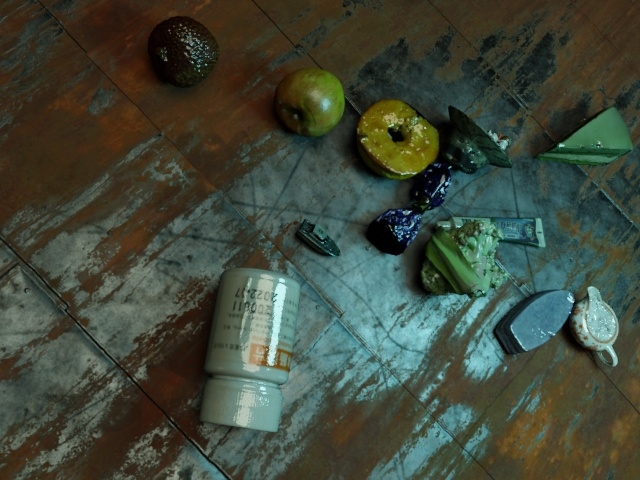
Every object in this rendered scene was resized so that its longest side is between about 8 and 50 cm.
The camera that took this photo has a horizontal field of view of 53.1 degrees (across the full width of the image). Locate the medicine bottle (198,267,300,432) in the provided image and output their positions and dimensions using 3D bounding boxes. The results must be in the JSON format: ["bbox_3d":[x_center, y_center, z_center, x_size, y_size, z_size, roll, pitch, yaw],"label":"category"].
[{"bbox_3d":[-0.172,0.268,1.569,0.211,0.211,0.371,12,72,-15],"label":"medicine bottle"}]

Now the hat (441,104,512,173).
[{"bbox_3d":[0.444,-0.273,1.943,0.265,0.265,0.128,42,98,-4],"label":"hat"}]

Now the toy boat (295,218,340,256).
[{"bbox_3d":[0.000,0.000,1.781,0.141,0.060,0.055,38,43,-11],"label":"toy boat"}]

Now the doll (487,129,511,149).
[{"bbox_3d":[0.574,-0.326,2.068,0.085,0.040,0.058,46,77,-3],"label":"doll"}]

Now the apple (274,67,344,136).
[{"bbox_3d":[-0.025,-0.393,1.804,0.196,0.196,0.195,5,75,-17],"label":"apple"}]

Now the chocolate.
[{"bbox_3d":[0.288,-0.108,1.858,0.126,0.148,0.343,46,70,-3],"label":"chocolate"}]

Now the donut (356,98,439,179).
[{"bbox_3d":[0.221,-0.294,1.881,0.254,0.118,0.253,3,65,-7],"label":"donut"}]

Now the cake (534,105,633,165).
[{"bbox_3d":[0.845,-0.349,2.105,0.284,0.158,0.172,0,75,-15],"label":"cake"}]

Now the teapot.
[{"bbox_3d":[0.841,0.269,1.963,0.159,0.116,0.245,-20,80,-35],"label":"teapot"}]

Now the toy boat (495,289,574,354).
[{"bbox_3d":[0.656,0.231,1.928,0.283,0.078,0.127,-32,85,-22],"label":"toy boat"}]

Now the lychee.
[{"bbox_3d":[-0.367,-0.511,1.725,0.195,0.194,0.194,5,75,-17],"label":"lychee"}]

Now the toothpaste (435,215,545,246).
[{"bbox_3d":[0.525,-0.034,1.961,0.392,0.061,0.098,2,73,-20],"label":"toothpaste"}]

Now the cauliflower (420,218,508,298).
[{"bbox_3d":[0.409,0.082,1.789,0.257,0.239,0.315,-18,37,5],"label":"cauliflower"}]
